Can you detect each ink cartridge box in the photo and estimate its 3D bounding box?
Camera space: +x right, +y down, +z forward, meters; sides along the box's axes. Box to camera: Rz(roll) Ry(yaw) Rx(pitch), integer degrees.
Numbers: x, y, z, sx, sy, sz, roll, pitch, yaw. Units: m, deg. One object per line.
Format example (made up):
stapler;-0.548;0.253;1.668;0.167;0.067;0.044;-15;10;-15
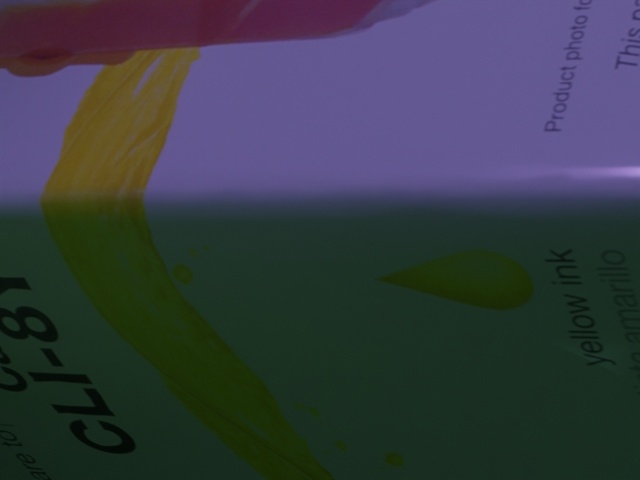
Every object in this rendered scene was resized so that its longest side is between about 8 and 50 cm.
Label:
ink cartridge box;0.034;0.016;0.579;0.279;0.384;0.160;62;37;-46
